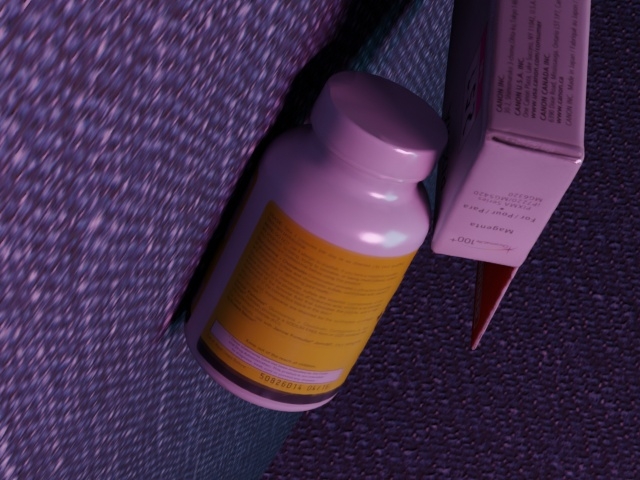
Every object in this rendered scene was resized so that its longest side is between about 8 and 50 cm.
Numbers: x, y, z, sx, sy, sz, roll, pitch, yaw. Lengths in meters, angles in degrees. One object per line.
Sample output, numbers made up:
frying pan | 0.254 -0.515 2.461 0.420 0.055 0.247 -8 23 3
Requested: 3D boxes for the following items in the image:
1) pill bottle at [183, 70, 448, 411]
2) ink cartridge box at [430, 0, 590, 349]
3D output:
pill bottle | 0.000 0.000 1.062 0.184 0.103 0.103 -62 173 31
ink cartridge box | 0.103 -0.108 1.115 0.239 0.060 0.275 112 -13 -60
